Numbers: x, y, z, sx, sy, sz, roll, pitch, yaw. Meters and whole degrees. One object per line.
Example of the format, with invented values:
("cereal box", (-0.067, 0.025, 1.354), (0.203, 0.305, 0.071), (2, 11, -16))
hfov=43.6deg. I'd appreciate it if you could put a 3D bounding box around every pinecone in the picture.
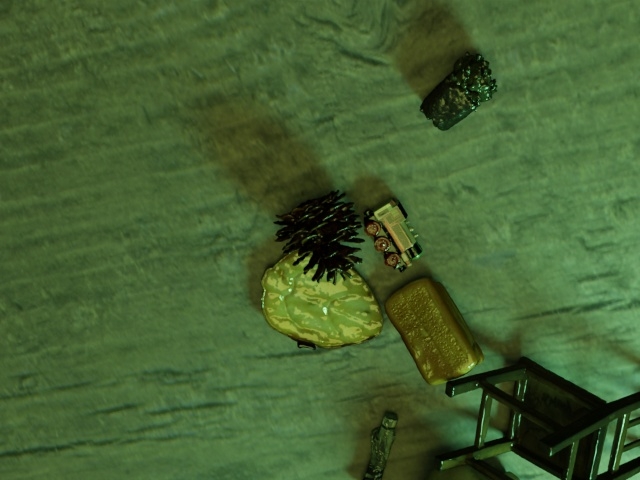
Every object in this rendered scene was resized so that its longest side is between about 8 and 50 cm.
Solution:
("pinecone", (0.007, 0.002, 1.465), (0.163, 0.163, 0.165), (-27, 89, 14))

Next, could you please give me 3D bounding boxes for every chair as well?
("chair", (0.455, 0.350, 1.529), (0.241, 0.416, 0.203), (23, 116, 47))

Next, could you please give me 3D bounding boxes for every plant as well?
("plant", (0.245, -0.259, 1.401), (0.143, 0.094, 0.092), (-43, 87, 21))

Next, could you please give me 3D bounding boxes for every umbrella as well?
("umbrella", (0.119, 0.443, 1.657), (0.050, 0.046, 0.188), (15, 109, 7))

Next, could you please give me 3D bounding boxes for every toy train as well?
("toy train", (0.139, -0.009, 1.512), (0.087, 0.050, 0.138), (-30, 102, 11))

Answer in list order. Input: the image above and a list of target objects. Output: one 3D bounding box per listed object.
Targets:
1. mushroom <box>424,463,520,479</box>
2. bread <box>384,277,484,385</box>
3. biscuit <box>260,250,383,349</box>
("mushroom", (0.314, 0.541, 1.587), (0.260, 0.234, 0.254), (6, 123, 53))
("bread", (0.216, 0.171, 1.523), (0.116, 0.077, 0.200), (-36, 75, 26))
("biscuit", (0.004, 0.123, 1.577), (0.260, 0.041, 0.203), (24, 104, -2))
